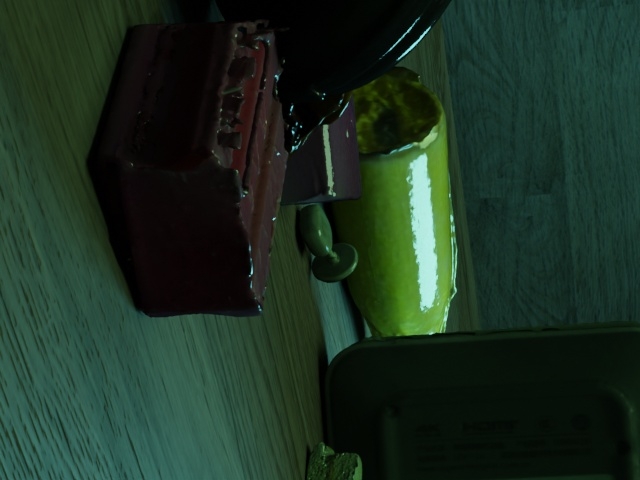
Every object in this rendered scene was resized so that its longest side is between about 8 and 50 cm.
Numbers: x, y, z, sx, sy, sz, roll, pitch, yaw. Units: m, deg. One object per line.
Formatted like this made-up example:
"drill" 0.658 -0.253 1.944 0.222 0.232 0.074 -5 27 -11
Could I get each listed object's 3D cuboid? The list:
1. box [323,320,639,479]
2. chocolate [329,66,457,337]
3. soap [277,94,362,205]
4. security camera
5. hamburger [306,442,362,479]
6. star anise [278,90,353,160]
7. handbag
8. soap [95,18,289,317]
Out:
"box" 0.212 0.292 1.749 0.111 0.396 0.396 -31 116 -83
"chocolate" 0.091 0.000 1.938 0.162 0.162 0.445 -84 168 -46
"soap" -0.017 -0.164 1.538 0.181 0.081 0.259 -4 89 -80
"security camera" 0.000 0.000 1.696 0.092 0.058 0.058 58 27 -43
"hamburger" 0.014 0.283 1.633 0.084 0.054 0.121 80 14 -52
"star anise" -0.055 -0.124 1.365 0.144 0.158 0.140 54 -10 17
"handbag" 0.010 -0.248 1.285 0.093 0.254 0.308 30 20 -33
"soap" -0.077 -0.073 1.115 0.250 0.099 0.162 -82 164 -49
